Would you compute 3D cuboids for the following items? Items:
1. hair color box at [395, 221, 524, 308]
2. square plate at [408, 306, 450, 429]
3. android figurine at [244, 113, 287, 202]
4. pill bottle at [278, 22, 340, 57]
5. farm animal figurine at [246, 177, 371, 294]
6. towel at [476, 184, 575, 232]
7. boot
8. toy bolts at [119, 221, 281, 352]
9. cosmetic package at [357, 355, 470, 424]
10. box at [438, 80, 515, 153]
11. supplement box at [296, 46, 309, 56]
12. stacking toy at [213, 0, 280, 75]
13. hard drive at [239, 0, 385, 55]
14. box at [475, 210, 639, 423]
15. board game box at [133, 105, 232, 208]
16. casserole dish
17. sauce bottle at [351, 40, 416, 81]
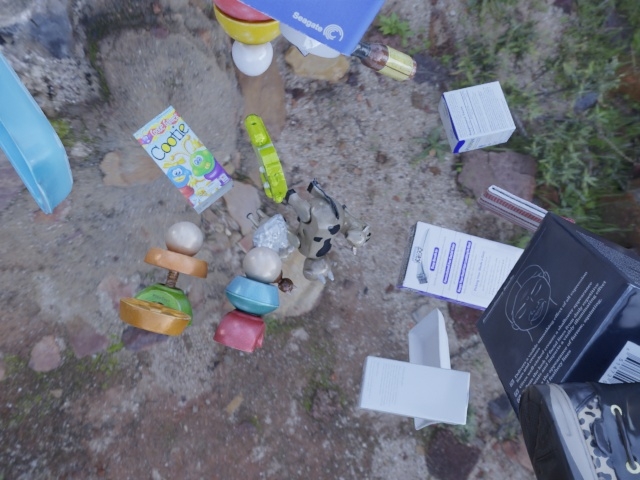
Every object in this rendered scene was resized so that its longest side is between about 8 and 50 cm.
[{"bbox_3d":[0.398,0.083,1.690,0.339,0.110,0.185,15,82,-3],"label":"hair color box"},{"bbox_3d":[0.360,0.427,1.997,0.049,0.347,0.343,2,68,-7],"label":"square plate"},{"bbox_3d":[-0.151,-0.223,1.699,0.056,0.272,0.248,-18,144,-5],"label":"android figurine"},{"bbox_3d":[0.032,-0.461,1.046,0.153,0.153,0.264,17,127,-15],"label":"pill bottle"},{"bbox_3d":[0.000,0.000,1.438,0.330,0.326,0.172,-34,64,-21],"label":"farm animal figurine"},{"bbox_3d":[0.555,-0.081,1.694,0.237,0.329,0.037,27,91,10],"label":"towel"},{"bbox_3d":[0.441,0.342,0.768,0.285,0.138,0.377,-9,62,-11],"label":"boot"},{"bbox_3d":[-0.171,0.062,0.921,0.229,0.218,0.158,17,87,0],"label":"toy bolts"},{"bbox_3d":[0.205,0.334,1.361,0.231,0.085,0.117,10,73,2],"label":"cosmetic package"},{"bbox_3d":[0.358,-0.283,1.414,0.137,0.072,0.126,-13,74,-4],"label":"box"},{"bbox_3d":[-0.021,-0.440,1.300,0.083,0.055,0.043,-37,137,11],"label":"supplement box"},{"bbox_3d":[-0.183,-0.644,1.628,0.351,0.350,0.479,-6,139,-13],"label":"stacking toy"},{"bbox_3d":[0.024,-0.387,0.691,0.210,0.040,0.318,22,133,-19],"label":"hard drive"},{"bbox_3d":[0.476,0.164,1.099,0.212,0.395,0.293,25,108,-6],"label":"box"},{"bbox_3d":[-0.399,-0.234,1.813,0.142,0.144,0.275,-40,91,-7],"label":"board game box"},{"bbox_3d":[-0.273,-0.109,0.541,0.037,0.114,0.188,-32,78,-24],"label":"casserole dish"},{"bbox_3d":[0.090,-0.273,0.913,0.128,0.042,0.042,9,95,-44],"label":"sauce bottle"}]
